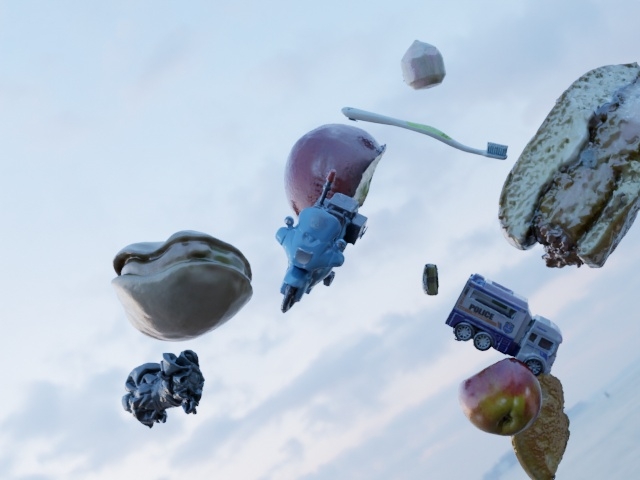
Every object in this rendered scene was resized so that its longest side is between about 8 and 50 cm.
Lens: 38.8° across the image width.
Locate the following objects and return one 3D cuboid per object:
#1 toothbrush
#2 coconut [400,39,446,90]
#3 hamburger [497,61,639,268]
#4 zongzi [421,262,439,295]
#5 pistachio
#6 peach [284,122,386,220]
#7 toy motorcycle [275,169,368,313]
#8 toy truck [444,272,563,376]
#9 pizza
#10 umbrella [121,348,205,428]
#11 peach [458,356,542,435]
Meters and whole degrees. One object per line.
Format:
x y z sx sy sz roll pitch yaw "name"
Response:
0.154 -0.162 1.369 0.022 0.263 0.026 -53 -25 -54 "toothbrush"
0.252 -0.439 2.262 0.110 0.124 0.110 -13 -1 0 "coconut"
0.329 -0.083 1.079 0.282 0.155 0.245 -28 -36 -51 "hamburger"
0.255 0.089 2.120 0.040 0.076 0.083 -1 2 3 "zongzi"
-0.374 0.117 2.413 0.365 0.281 0.445 20 -33 -29 "pistachio"
0.008 -0.136 2.107 0.361 0.201 0.257 -60 -6 -56 "peach"
0.000 0.000 1.572 0.272 0.124 0.182 -54 -14 -54 "toy motorcycle"
0.441 0.198 2.136 0.155 0.268 0.124 -65 -9 10 "toy truck"
0.567 0.466 2.359 0.182 0.365 0.074 -19 11 -28 "pizza"
-0.373 0.346 2.059 0.094 0.143 0.349 4 -18 -37 "umbrella"
0.400 0.337 2.029 0.190 0.192 0.190 -4 -53 -6 "peach"
